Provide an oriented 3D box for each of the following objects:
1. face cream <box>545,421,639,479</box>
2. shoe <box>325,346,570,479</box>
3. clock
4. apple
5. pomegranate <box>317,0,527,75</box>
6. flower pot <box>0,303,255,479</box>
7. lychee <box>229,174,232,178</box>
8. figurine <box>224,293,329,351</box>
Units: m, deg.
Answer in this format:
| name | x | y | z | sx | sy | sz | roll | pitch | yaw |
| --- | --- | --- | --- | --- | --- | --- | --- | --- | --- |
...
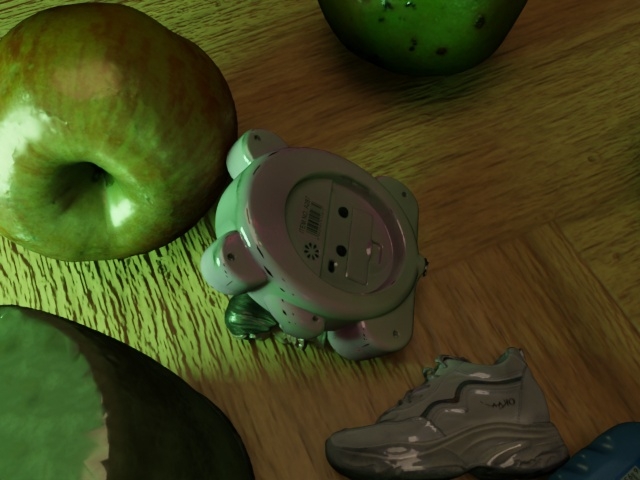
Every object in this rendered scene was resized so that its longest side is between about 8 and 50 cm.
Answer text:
| name | x | y | z | sx | sy | sz | roll | pitch | yaw |
| --- | --- | --- | --- | --- | --- | --- | --- | --- | --- |
| face cream | 0.246 | 0.292 | 0.546 | 0.264 | 0.083 | 0.149 | -33 | 89 | -16 |
| shoe | 0.125 | 0.183 | 0.619 | 0.245 | 0.095 | 0.137 | -3 | 57 | -3 |
| clock | 0.000 | 0.000 | 0.659 | 0.248 | 0.090 | 0.227 | 23 | 58 | -26 |
| apple | -0.248 | -0.133 | 0.700 | 0.302 | 0.301 | 0.301 | -1 | 61 | 2 |
| pomegranate | 0.149 | -0.364 | 0.864 | 0.310 | 0.216 | 0.359 | 37 | 38 | 20 |
| flower pot | -0.221 | 0.211 | 0.479 | 0.294 | 0.330 | 0.293 | -2 | 61 | 3 |
| lychee | -0.094 | -0.104 | 0.798 | 0.067 | 0.083 | 0.068 | -28 | 99 | 24 |
| figurine | -0.051 | 0.088 | 0.695 | 0.129 | 0.054 | 0.072 | 9 | 58 | 5 |
